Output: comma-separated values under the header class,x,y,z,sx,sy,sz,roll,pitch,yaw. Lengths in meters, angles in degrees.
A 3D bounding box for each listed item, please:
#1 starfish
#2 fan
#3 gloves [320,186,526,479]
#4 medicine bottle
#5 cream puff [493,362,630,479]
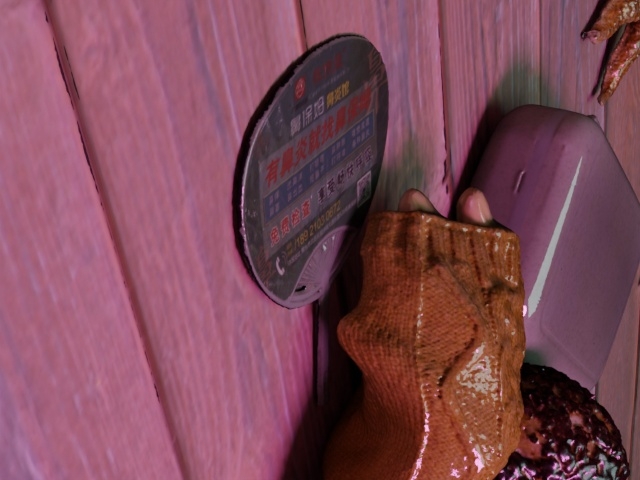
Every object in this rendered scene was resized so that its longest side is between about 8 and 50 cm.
class,x,y,z,sx,sy,sz,roll,pitch,yaw
starfish,0.393,-0.314,1.542,0.302,0.060,0.299,-65,155,-18
fan,0.011,-0.032,0.977,0.223,0.012,0.294,-64,153,-26
gloves,0.086,0.130,1.036,0.203,0.155,0.356,20,80,-85
medicine bottle,0.243,0.023,1.345,0.375,0.123,0.282,37,70,-63
cream puff,0.173,0.229,1.172,0.165,0.239,0.239,-156,-101,-77
